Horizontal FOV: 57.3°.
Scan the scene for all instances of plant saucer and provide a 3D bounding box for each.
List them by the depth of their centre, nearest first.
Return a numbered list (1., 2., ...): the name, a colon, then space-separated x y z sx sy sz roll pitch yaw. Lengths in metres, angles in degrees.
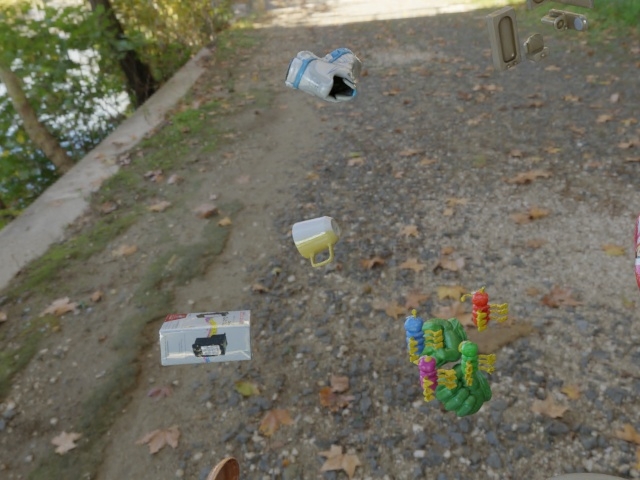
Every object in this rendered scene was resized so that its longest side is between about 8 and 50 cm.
1. plant saucer: -0.304 0.749 1.754 0.037 0.199 0.200 9 28 20

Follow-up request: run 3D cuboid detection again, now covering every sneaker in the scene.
1. sneaker: 0.026 -0.239 0.883 0.083 0.071 0.191 35 33 14

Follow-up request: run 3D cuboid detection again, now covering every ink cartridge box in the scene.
1. ink cartridge box: -0.225 0.193 1.184 0.175 0.072 0.127 -3 8 -7

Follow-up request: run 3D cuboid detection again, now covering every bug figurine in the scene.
1. bug figurine: 0.277 0.219 1.251 0.279 0.216 0.072 -14 19 -30

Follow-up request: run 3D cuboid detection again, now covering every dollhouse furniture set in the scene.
1. dollhouse furniture set: 0.427 -0.416 1.138 0.151 0.144 0.123 -26 33 -6

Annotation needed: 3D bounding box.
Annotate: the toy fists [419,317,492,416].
1. toy fists: 0.364 0.348 1.630 0.142 0.279 0.096 -15 -17 -23

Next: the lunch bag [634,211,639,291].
1. lunch bag: 0.655 0.056 0.971 0.120 0.293 0.258 -39 19 51

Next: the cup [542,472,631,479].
1. cup: 0.403 0.451 0.720 0.331 0.237 0.330 2 63 -3

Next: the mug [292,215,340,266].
1. mug: 0.000 -0.003 0.956 0.064 0.078 0.062 -21 7 21
